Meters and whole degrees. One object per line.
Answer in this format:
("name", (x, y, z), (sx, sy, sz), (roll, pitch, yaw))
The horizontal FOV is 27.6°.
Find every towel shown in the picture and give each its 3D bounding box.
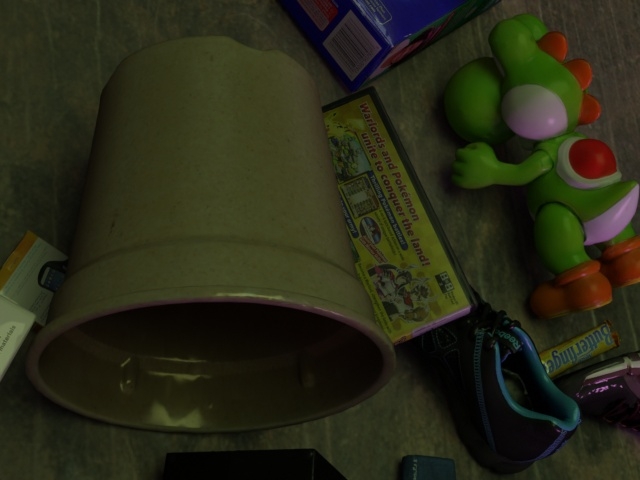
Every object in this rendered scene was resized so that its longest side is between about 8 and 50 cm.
("towel", (0.116, 0.294, 1.408), (0.067, 0.029, 0.119), (14, 63, -23))

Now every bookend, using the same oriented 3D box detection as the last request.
("bookend", (-0.055, 0.266, 1.291), (0.157, 0.156, 0.072), (53, 37, -56))

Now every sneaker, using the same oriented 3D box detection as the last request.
("sneaker", (0.404, 0.216, 1.555), (0.281, 0.106, 0.162), (-5, 74, -31))
("sneaker", (0.166, 0.096, 1.458), (0.125, 0.139, 0.341), (-36, 86, -33))

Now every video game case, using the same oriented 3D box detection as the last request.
("video game case", (0.000, 0.000, 1.403), (0.248, 0.035, 0.275), (-23, 75, -5))

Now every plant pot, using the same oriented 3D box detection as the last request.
("plant pot", (-0.103, -0.014, 1.247), (0.334, 0.334, 0.305), (11, 60, -24))

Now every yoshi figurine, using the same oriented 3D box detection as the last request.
("yoshi figurine", (0.265, -0.092, 1.611), (0.203, 0.203, 0.362), (-19, 92, 7))

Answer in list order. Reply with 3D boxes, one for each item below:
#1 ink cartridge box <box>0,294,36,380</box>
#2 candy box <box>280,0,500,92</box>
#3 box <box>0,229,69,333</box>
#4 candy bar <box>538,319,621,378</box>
("ink cartridge box", (-0.411, 0.069, 1.125), (0.273, 0.198, 0.115), (32, 58, -12))
("candy box", (0.085, -0.377, 1.641), (0.317, 0.122, 0.268), (-35, 86, -34))
("box", (-0.262, 0.061, 1.314), (0.136, 0.028, 0.081), (37, 56, -12))
("candy bar", (0.306, 0.137, 1.588), (0.161, 0.018, 0.040), (-19, 78, -32))
